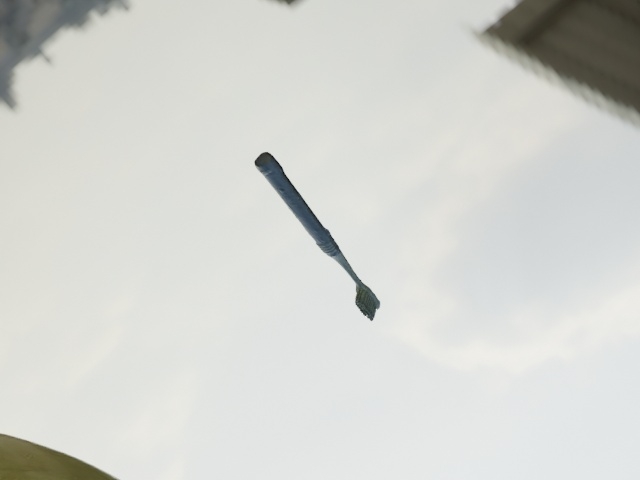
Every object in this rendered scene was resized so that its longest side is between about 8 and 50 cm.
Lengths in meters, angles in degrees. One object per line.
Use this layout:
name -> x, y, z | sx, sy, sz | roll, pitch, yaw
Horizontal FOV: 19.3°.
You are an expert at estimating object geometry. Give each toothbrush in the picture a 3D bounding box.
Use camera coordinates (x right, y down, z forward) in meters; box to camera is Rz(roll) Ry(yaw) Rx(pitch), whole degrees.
toothbrush -> 0.000, 0.000, 1.556 | 0.016, 0.219, 0.019 | -2, -127, 30

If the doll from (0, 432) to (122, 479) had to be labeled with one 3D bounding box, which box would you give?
doll -> -0.104, 0.173, 0.961 | 0.117, 0.296, 0.141 | -85, -173, -53
